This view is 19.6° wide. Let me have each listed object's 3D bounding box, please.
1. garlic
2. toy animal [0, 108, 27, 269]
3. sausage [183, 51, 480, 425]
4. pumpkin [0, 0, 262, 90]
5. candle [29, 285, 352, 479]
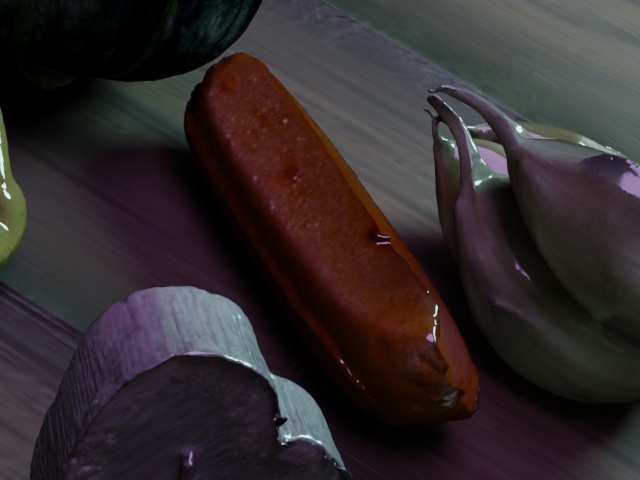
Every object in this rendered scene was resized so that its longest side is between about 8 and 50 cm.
[{"bbox_3d":[0.200,-0.008,1.275,0.292,0.210,0.237,19,42,-22],"label":"garlic"},{"bbox_3d":[-0.232,0.011,1.114,0.101,0.103,0.219,52,25,-20],"label":"toy animal"},{"bbox_3d":[0.000,0.000,1.242,0.102,0.102,0.330,-5,45,-34],"label":"sausage"},{"bbox_3d":[-0.180,-0.226,1.317,0.315,0.238,0.315,17,18,-6],"label":"pumpkin"},{"bbox_3d":[-0.083,0.118,1.018,0.168,0.192,0.068,-27,43,8],"label":"candle"}]
